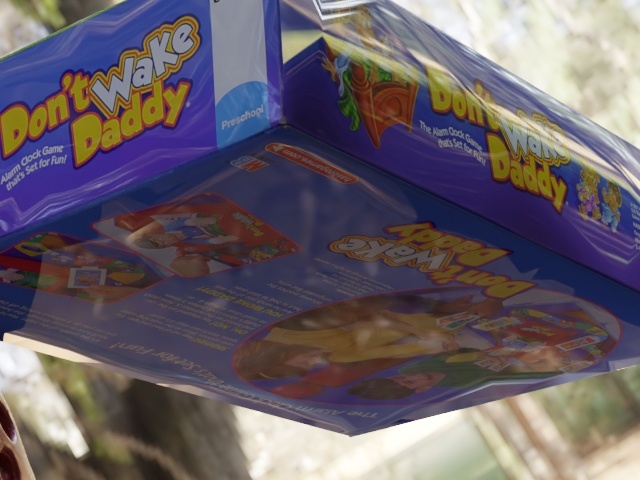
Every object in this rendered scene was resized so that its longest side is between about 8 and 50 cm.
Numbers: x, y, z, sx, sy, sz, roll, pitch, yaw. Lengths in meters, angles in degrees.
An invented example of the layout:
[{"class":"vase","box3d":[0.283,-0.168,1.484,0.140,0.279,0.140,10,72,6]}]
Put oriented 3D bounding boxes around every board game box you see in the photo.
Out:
[{"class":"board game box","box3d":[0.000,0.000,0.815,0.233,0.078,0.347,-19,-25,33]}]

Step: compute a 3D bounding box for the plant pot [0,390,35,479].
[{"class":"plant pot","box3d":[-0.210,0.148,0.828,0.191,0.174,0.191,-29,0,0]}]
